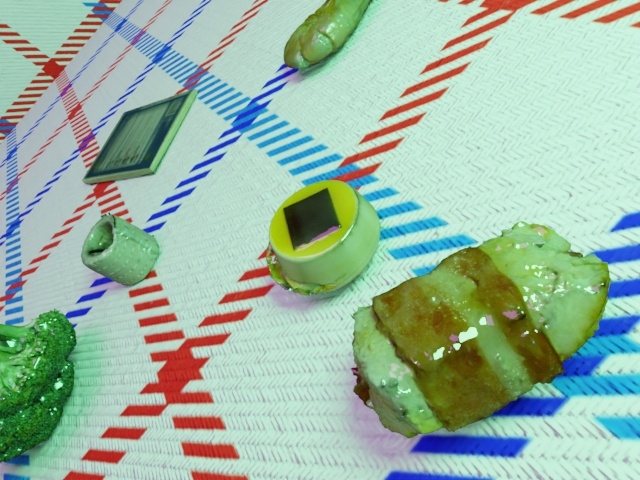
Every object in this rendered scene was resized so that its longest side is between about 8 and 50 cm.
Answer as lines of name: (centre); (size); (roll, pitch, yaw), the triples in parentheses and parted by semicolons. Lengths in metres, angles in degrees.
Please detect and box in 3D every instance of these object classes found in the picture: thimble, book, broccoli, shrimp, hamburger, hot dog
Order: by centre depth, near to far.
hot dog: (0.120, 0.072, 0.374); (0.213, 0.103, 0.146); (-26, 26, 12)
hamburger: (0.000, 0.000, 0.535); (0.141, 0.081, 0.126); (-37, 45, -4)
broccoli: (-0.497, 0.212, 0.709); (0.269, 0.241, 0.261); (-43, 12, -37)
shrimp: (0.032, -0.396, 0.804); (0.267, 0.061, 0.145); (-52, 33, 1)
thimble: (-0.344, 0.015, 0.806); (0.115, 0.090, 0.102); (-4, 59, 40)
book: (-0.432, -0.239, 1.113); (0.322, 0.018, 0.228); (1, 61, 41)
